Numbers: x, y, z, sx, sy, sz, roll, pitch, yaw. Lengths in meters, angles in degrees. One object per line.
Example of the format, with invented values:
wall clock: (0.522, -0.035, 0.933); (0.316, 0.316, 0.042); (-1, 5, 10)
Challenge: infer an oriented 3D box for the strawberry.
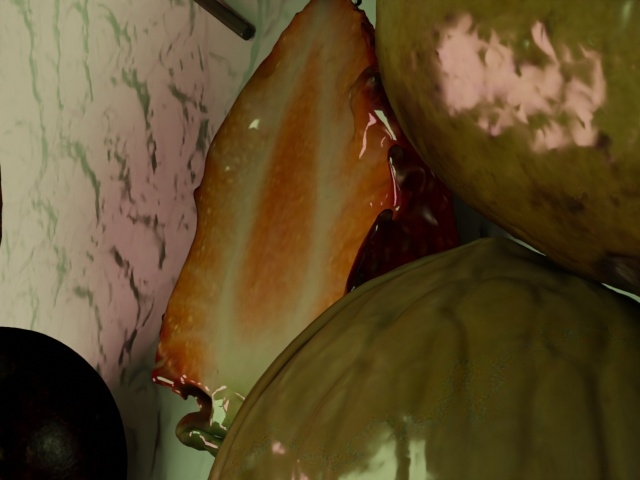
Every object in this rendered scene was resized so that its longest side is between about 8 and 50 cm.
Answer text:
strawberry: (0.000, 0.000, 0.632); (0.146, 0.082, 0.187); (-4, 73, 48)

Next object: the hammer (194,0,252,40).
hammer: (-0.061, -0.116, 0.792); (0.110, 0.019, 0.035); (43, 118, 46)

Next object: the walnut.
walnut: (0.041, 0.102, 0.484); (0.167, 0.167, 0.207); (9, 93, 54)

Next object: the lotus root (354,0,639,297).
lotus root: (0.113, -0.061, 0.427); (0.314, 0.141, 0.169); (31, 89, 51)

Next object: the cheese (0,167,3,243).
cheese: (-0.215, -0.075, 0.676); (0.217, 0.129, 0.329); (18, 126, 54)

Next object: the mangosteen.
mangosteen: (-0.154, 0.105, 0.771); (0.140, 0.140, 0.140); (-15, 71, 52)
